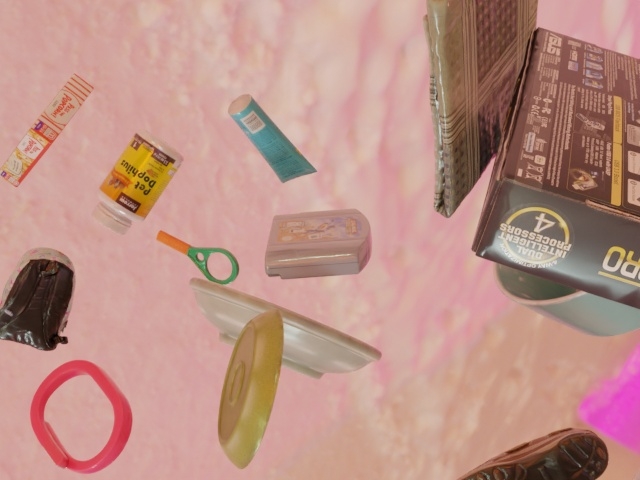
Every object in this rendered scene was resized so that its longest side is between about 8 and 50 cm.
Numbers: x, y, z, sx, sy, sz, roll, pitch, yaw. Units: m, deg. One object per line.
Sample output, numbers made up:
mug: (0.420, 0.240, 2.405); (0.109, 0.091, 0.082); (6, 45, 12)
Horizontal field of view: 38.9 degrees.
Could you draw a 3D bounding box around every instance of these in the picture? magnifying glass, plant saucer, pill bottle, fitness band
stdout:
magnifying glass: (-0.304, 0.036, 2.242); (0.026, 0.231, 0.092); (-37, 150, -65)
plant saucer: (-0.110, 0.214, 1.341); (0.037, 0.241, 0.240); (15, 107, -15)
pill bottle: (-0.392, -0.121, 1.919); (0.215, 0.117, 0.117); (-56, 149, 3)
fitness band: (-0.543, 0.398, 2.055); (0.209, 0.291, 0.054); (-46, 142, -6)
plant saucer: (-0.082, 0.189, 1.761); (0.400, 0.401, 0.100); (35, 74, -59)

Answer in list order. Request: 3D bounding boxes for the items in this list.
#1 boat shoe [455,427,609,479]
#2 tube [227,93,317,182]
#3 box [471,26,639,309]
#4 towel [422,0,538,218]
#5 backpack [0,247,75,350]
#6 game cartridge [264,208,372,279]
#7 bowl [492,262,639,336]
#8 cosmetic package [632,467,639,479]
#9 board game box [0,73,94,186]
boat shoe: (0.405, 0.460, 1.781); (0.324, 0.122, 0.120); (-23, -177, 10)
tube: (-0.093, -0.184, 1.698); (0.207, 0.080, 0.052); (50, 40, -36)
box: (0.336, -0.071, 0.904); (0.395, 0.318, 0.097); (-64, 168, -55)
towel: (0.205, -0.238, 1.158); (0.312, 0.056, 0.324); (-50, 145, -38)
backpack: (-0.537, 0.103, 1.712); (0.152, 0.115, 0.182); (18, 102, -28)
game cartridge: (0.000, 0.000, 1.745); (0.297, 0.198, 0.062); (-89, 171, -73)
bowl: (0.434, 0.022, 1.360); (0.163, 0.312, 0.311); (44, 75, -22)
cosmetic package: (0.590, 0.285, 1.251); (0.377, 0.098, 0.284); (-61, -179, 8)
board game box: (-0.486, -0.192, 1.596); (0.193, 0.045, 0.146); (-31, -153, 51)
